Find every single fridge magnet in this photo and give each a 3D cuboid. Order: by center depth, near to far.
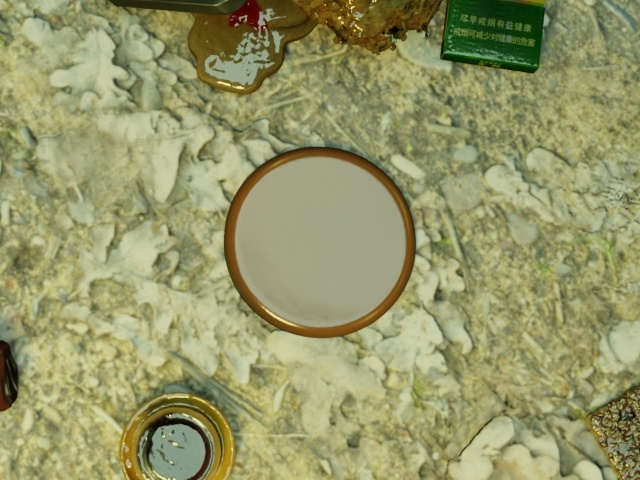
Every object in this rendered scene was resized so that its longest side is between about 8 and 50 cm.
[{"bbox_3d":[-0.175,0.257,1.434,0.143,0.063,0.143,0,85,-3],"label":"fridge magnet"}]

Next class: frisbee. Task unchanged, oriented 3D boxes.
[{"bbox_3d":[0.000,0.000,1.506,0.250,0.021,0.251,1,81,-5],"label":"frisbee"}]

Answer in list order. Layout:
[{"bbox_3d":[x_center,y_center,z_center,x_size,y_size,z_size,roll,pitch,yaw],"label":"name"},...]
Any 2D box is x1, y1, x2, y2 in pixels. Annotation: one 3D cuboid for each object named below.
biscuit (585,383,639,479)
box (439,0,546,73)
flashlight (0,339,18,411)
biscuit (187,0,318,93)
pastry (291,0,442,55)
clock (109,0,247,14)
[{"bbox_3d":[0.466,0.226,1.509,0.231,0.025,0.131,-30,86,-8],"label":"biscuit"},{"bbox_3d":[0.238,-0.347,1.565,0.132,0.034,0.235,7,82,-3],"label":"box"},{"bbox_3d":[-0.489,0.170,1.415,0.232,0.093,0.093,-3,82,0],"label":"flashlight"},{"bbox_3d":[-0.072,-0.344,1.537,0.183,0.047,0.320,40,80,-1],"label":"biscuit"},{"bbox_3d":[0.075,-0.363,1.446,0.193,0.275,0.275,23,77,44],"label":"pastry"},{"bbox_3d":[-0.134,-0.408,1.461,0.273,0.049,0.279,15,78,43],"label":"clock"}]
